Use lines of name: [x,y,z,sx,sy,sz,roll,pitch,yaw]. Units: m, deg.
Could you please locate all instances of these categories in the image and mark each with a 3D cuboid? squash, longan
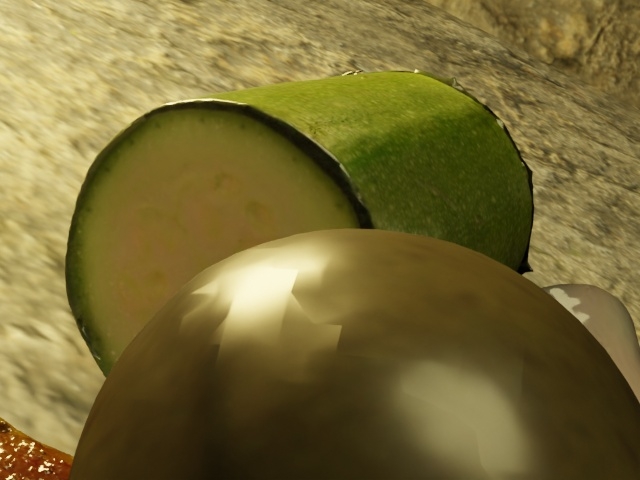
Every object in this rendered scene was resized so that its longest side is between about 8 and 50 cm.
squash: [0.000,0.000,1.409,0.263,0.263,0.384,36,20,14]
longan: [0.022,0.164,0.899,0.361,0.361,0.361,26,21,-11]

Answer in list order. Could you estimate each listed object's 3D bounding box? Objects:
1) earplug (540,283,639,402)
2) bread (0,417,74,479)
earplug: [0.237,0.193,1.441,0.172,0.172,0.301,17,30,-31]
bread: [-0.245,0.129,0.995,0.271,0.077,0.139,29,30,14]
